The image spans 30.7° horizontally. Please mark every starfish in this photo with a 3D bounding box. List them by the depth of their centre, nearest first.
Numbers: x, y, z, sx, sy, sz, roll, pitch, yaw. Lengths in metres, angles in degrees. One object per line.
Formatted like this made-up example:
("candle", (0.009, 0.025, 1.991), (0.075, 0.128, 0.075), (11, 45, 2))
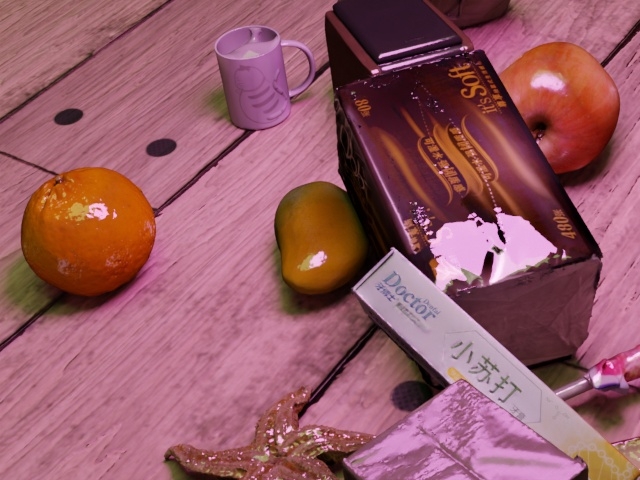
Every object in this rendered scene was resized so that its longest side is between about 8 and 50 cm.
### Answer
("starfish", (-0.039, 0.240, 1.247), (0.277, 0.062, 0.236), (11, 38, 29))

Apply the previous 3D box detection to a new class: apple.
("apple", (0.315, -0.184, 1.588), (0.199, 0.199, 0.199), (-6, 40, 5))

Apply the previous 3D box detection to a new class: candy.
("candy", (0.310, 0.142, 1.265), (0.366, 0.124, 0.124), (-23, 41, -3))

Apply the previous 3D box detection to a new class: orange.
("orange", (-0.302, -0.014, 1.519), (0.178, 0.155, 0.177), (1, 50, -1))

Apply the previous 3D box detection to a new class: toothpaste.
("toothpaste", (0.163, 0.136, 1.093), (0.071, 0.089, 0.313), (-45, 68, -5))

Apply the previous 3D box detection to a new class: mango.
("mango", (0.003, -0.001, 1.496), (0.122, 0.085, 0.191), (5, 45, -14))

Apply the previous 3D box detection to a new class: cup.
("cup", (-0.083, -0.246, 1.763), (0.136, 0.133, 0.099), (4, 40, 15))

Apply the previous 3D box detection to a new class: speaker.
("speaker", (0.114, -0.233, 1.670), (0.153, 0.192, 0.231), (-17, 36, -9))

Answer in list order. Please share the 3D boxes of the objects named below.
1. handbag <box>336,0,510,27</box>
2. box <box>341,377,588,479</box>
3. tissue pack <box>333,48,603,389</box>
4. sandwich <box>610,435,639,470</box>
("handbag", (0.173, -0.400, 1.836), (0.316, 0.253, 0.109), (-12, 78, -7))
("box", (0.131, 0.269, 1.024), (0.155, 0.231, 0.149), (-32, 44, -25))
("tissue pack", (0.159, -0.033, 1.374), (0.210, 0.198, 0.370), (-17, 50, -6))
("sandwich", (0.358, 0.236, 1.130), (0.258, 0.096, 0.094), (-10, 45, -2))
